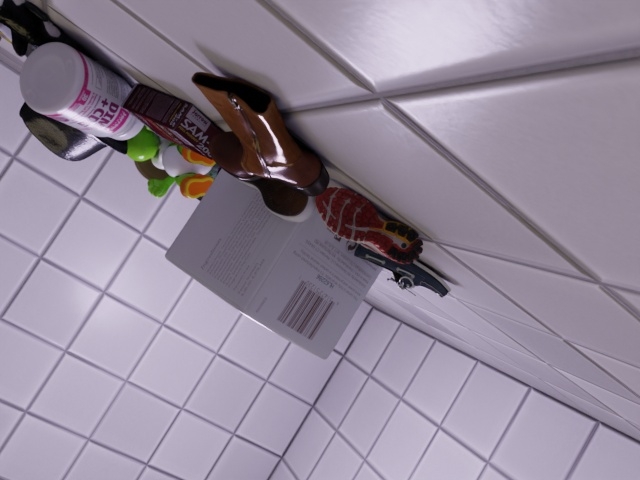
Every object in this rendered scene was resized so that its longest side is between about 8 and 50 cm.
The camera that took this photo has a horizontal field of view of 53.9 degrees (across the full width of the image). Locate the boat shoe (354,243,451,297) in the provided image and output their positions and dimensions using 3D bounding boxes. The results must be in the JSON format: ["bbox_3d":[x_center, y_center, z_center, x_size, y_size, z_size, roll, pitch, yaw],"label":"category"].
[{"bbox_3d":[0.195,0.071,1.487,0.254,0.079,0.095,34,174,-17],"label":"boat shoe"}]

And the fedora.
[{"bbox_3d":[-0.681,-0.317,1.694,0.334,0.152,0.334,49,-175,-6],"label":"fedora"}]

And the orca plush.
[{"bbox_3d":[-0.647,-0.453,1.402,0.151,0.102,0.287,30,174,24],"label":"orca plush"}]

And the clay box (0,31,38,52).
[{"bbox_3d":[-0.793,-0.536,1.741,0.127,0.053,0.222,25,170,44],"label":"clay box"}]

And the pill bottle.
[{"bbox_3d":[-0.540,-0.335,1.473,0.160,0.160,0.283,30,-176,18],"label":"pill bottle"}]

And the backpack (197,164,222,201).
[{"bbox_3d":[-0.345,-0.190,1.954,0.181,0.115,0.152,16,151,23],"label":"backpack"}]

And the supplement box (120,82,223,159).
[{"bbox_3d":[-0.335,-0.272,1.431,0.239,0.073,0.130,26,172,41],"label":"supplement box"}]

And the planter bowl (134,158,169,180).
[{"bbox_3d":[-0.519,-0.280,2.075,0.162,0.162,0.109,33,-160,-7],"label":"planter bowl"}]

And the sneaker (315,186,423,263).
[{"bbox_3d":[0.085,-0.024,1.217,0.225,0.088,0.092,33,176,-9],"label":"sneaker"}]

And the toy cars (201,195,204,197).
[{"bbox_3d":[-0.543,-0.290,2.415,0.176,0.087,0.393,19,164,46],"label":"toy cars"}]

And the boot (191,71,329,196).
[{"bbox_3d":[-0.139,-0.179,1.048,0.264,0.096,0.280,30,173,29],"label":"boot"}]

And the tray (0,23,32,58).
[{"bbox_3d":[-0.749,-0.528,1.492,0.145,0.030,0.270,58,171,-5],"label":"tray"}]

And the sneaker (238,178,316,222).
[{"bbox_3d":[-0.066,-0.106,1.328,0.123,0.106,0.290,30,-173,-38],"label":"sneaker"}]

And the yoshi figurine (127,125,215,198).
[{"bbox_3d":[-0.457,-0.248,1.821,0.362,0.203,0.203,30,160,45],"label":"yoshi figurine"}]

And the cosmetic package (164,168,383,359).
[{"bbox_3d":[-0.113,0.037,1.607,0.393,0.328,0.329,25,171,45],"label":"cosmetic package"}]
